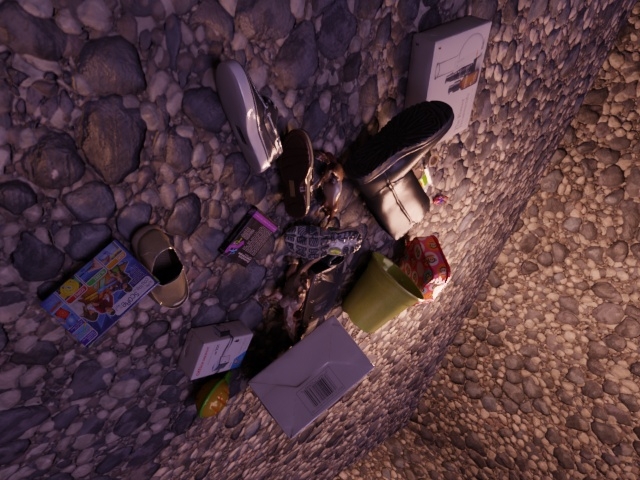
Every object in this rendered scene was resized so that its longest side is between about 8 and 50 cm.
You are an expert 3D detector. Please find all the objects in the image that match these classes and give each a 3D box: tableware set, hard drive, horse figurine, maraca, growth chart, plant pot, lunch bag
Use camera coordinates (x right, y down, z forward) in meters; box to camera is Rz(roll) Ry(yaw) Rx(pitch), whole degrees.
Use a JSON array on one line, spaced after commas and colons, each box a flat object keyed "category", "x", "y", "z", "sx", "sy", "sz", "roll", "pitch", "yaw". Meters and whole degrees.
[{"category": "tableware set", "x": 0.388, "y": -0.302, "z": 1.725, "sx": 0.169, "sy": 0.020, "sz": 0.141, "roll": -51, "pitch": 137, "yaw": -4}, {"category": "hard drive", "x": -0.004, "y": 0.185, "z": 1.669, "sx": 0.172, "sy": 0.054, "sz": 0.255, "roll": -23, "pitch": 139, "yaw": -41}, {"category": "horse figurine", "x": 0.025, "y": -0.154, "z": 1.370, "sx": 0.174, "sy": 0.066, "sz": 0.263, "roll": -56, "pitch": 151, "yaw": -56}, {"category": "maraca", "x": -0.349, "y": 0.511, "z": 1.526, "sx": 0.127, "sy": 0.099, "sz": 0.186, "roll": -66, "pitch": 170, "yaw": 28}, {"category": "growth chart", "x": 0.370, "y": -0.184, "z": 1.826, "sx": 0.237, "sy": 0.021, "sz": 0.172, "roll": -53, "pitch": 145, "yaw": -1}, {"category": "plant pot", "x": 0.229, "y": 0.227, "z": 1.843, "sx": 0.254, "sy": 0.276, "sz": 0.276, "roll": -48, "pitch": 148, "yaw": 14}, {"category": "lunch bag", "x": 0.435, "y": 0.117, "z": 1.981, "sx": 0.120, "sy": 0.258, "sz": 0.293, "roll": -7, "pitch": 147, "yaw": -15}]

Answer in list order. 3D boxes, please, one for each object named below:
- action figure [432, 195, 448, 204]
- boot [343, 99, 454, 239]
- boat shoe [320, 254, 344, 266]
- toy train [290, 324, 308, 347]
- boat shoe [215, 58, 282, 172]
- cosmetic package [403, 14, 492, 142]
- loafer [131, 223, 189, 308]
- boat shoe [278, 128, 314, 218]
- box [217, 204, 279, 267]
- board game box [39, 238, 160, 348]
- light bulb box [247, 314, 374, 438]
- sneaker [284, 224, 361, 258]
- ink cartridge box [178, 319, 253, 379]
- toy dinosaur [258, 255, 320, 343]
[{"category": "action figure", "x": 0.527, "y": -0.177, "z": 2.014, "sx": 0.115, "sy": 0.030, "sz": 0.038, "roll": -9, "pitch": 132, "yaw": -44}, {"category": "boot", "x": 0.306, "y": -0.211, "z": 1.522, "sx": 0.367, "sy": 0.146, "sz": 0.445, "roll": -32, "pitch": 144, "yaw": 9}, {"category": "boat shoe", "x": 0.069, "y": 0.034, "z": 1.603, "sx": 0.183, "sy": 0.083, "sz": 0.065, "roll": -29, "pitch": 139, "yaw": -32}, {"category": "toy train", "x": -0.070, "y": 0.347, "z": 1.768, "sx": 0.036, "sy": 0.027, "sz": 0.158, "roll": 4, "pitch": 117, "yaw": -55}, {"category": "boat shoe", "x": -0.146, "y": -0.287, "z": 1.041, "sx": 0.102, "sy": 0.108, "sz": 0.301, "roll": -40, "pitch": 147, "yaw": -18}, {"category": "cosmetic package", "x": 0.407, "y": -0.510, "z": 1.514, "sx": 0.284, "sy": 0.097, "sz": 0.377, "roll": -29, "pitch": 140, "yaw": -27}, {"category": "loafer", "x": -0.379, "y": 0.085, "z": 1.106, "sx": 0.102, "sy": 0.092, "sz": 0.268, "roll": -34, "pitch": 142, "yaw": -26}, {"category": "boat shoe", "x": -0.061, "y": -0.192, "z": 1.264, "sx": 0.095, "sy": 0.095, "sz": 0.257, "roll": -62, "pitch": 162, "yaw": -54}, {"category": "box", "x": -0.202, "y": -0.008, "z": 1.293, "sx": 0.162, "sy": 0.029, "sz": 0.116, "roll": -52, "pitch": 145, "yaw": -3}, {"category": "board game box", "x": -0.474, "y": 0.114, "z": 0.996, "sx": 0.201, "sy": 0.035, "sz": 0.136, "roll": -44, "pitch": 101, "yaw": -12}, {"category": "light bulb box", "x": -0.045, "y": 0.478, "z": 1.603, "sx": 0.358, "sy": 0.225, "sz": 0.361, "roll": -36, "pitch": 168, "yaw": -17}, {"category": "sneaker", "x": 0.000, "y": 0.000, "z": 1.475, "sx": 0.275, "sy": 0.110, "sz": 0.107, "roll": 4, "pitch": 100, "yaw": -32}, {"category": "ink cartridge box", "x": -0.321, "y": 0.333, "z": 1.409, "sx": 0.190, "sy": 0.082, "sz": 0.140, "roll": -2, "pitch": 121, "yaw": -51}, {"category": "toy dinosaur", "x": -0.085, "y": 0.172, "z": 1.523, "sx": 0.296, "sy": 0.127, "sz": 0.200, "roll": -62, "pitch": 159, "yaw": -16}]
